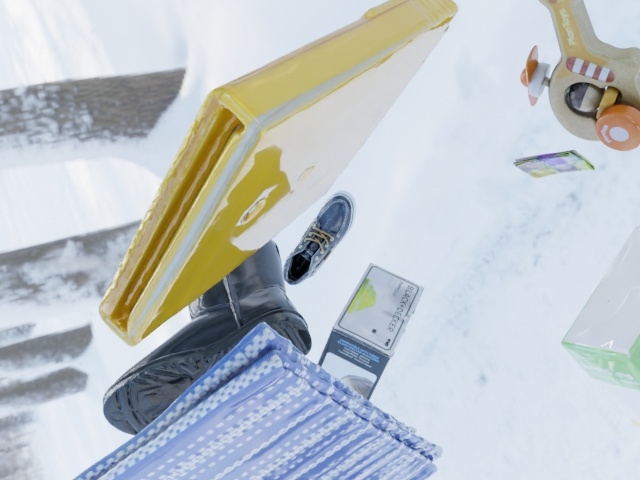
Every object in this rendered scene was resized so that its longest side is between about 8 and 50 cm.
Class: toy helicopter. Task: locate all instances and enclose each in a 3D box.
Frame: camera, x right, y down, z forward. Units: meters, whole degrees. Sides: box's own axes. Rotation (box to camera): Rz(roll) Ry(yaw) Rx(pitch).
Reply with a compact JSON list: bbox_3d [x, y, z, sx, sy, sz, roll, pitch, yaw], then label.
[{"bbox_3d":[0.429,-0.316,1.378,0.235,0.140,0.355,6,138,43],"label":"toy helicopter"}]

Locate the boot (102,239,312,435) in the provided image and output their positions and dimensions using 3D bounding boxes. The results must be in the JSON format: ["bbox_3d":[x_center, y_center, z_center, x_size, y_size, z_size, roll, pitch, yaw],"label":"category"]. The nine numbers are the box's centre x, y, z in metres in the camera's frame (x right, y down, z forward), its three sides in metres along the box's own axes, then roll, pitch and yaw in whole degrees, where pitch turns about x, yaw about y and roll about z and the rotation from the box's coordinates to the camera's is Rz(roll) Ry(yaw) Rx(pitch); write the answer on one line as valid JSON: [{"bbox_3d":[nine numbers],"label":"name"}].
[{"bbox_3d":[-0.141,0.102,0.954,0.094,0.247,0.207,65,177,-33],"label":"boot"}]

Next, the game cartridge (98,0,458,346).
[{"bbox_3d":[-0.030,-0.074,0.703,0.053,0.324,0.285,43,133,5],"label":"game cartridge"}]

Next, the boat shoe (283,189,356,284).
[{"bbox_3d":[0.000,0.000,1.403,0.065,0.083,0.183,33,115,8],"label":"boat shoe"}]

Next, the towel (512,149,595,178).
[{"bbox_3d":[0.285,-0.092,0.992,0.083,0.060,0.009,-6,69,44],"label":"towel"}]

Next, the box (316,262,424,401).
[{"bbox_3d":[0.041,0.193,1.159,0.087,0.169,0.290,26,128,7],"label":"box"}]

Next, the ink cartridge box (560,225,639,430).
[{"bbox_3d":[0.495,0.171,1.043,0.353,0.207,0.119,45,162,-20],"label":"ink cartridge box"}]

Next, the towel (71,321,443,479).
[{"bbox_3d":[-0.057,0.178,0.548,0.040,0.243,0.336,56,-175,32],"label":"towel"}]
